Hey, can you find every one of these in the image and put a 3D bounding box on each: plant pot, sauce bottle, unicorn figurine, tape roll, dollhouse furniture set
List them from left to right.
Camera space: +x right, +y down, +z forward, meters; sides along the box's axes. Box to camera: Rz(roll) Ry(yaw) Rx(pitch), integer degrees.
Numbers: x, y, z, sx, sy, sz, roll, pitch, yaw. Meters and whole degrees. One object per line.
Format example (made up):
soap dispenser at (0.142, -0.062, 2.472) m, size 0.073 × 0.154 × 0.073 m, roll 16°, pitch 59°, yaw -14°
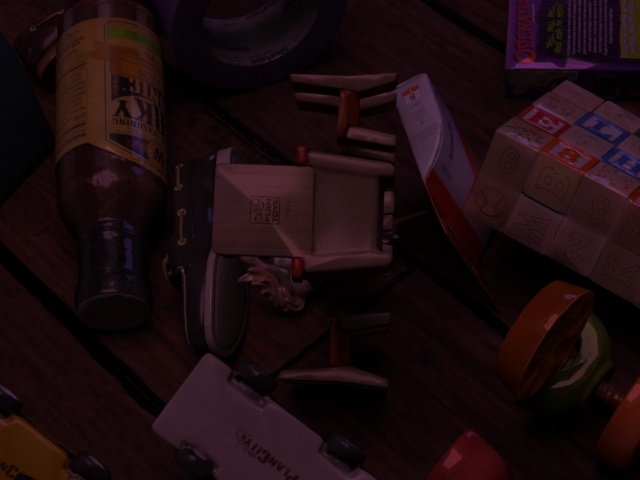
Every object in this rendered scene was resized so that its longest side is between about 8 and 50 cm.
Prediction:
plant pot at (-0.388, -0.147, 1.497) m, size 0.166 × 0.234 × 0.165 m, roll 24°, pitch 57°, yaw 23°
sauce bottle at (-0.200, -0.076, 1.497) m, size 0.111 × 0.111 × 0.344 m, roll -7°, pitch 59°, yaw 1°
tape roll at (-0.073, -0.249, 1.574) m, size 0.189 × 0.189 × 0.080 m, roll -19°, pitch 52°, yaw -9°
dollhouse furniture set at (-0.007, -0.011, 1.281) m, size 0.135 × 0.259 × 0.262 m, roll 2°, pitch 83°, yaw 2°
unicorn figurine at (0.000, 0.000, 1.443) m, size 0.111 × 0.060 × 0.162 m, roll 40°, pitch 82°, yaw -10°

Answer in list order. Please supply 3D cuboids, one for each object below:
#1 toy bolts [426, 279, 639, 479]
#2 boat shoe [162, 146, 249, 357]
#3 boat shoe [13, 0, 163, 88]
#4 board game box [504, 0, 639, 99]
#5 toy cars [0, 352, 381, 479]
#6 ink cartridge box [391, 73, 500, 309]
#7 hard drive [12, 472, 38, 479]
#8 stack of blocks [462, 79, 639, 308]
toy bolts at (0.203, 0.166, 1.215) m, size 0.158 × 0.218 × 0.228 m, roll 35°, pitch 80°, yaw 22°
boat shoe at (-0.108, 0.015, 1.439) m, size 0.069 × 0.081 × 0.227 m, roll -10°, pitch 50°, yaw 15°
boat shoe at (-0.229, -0.241, 1.660) m, size 0.207 × 0.073 × 0.073 m, roll -31°, pitch 56°, yaw -18°
board game box at (0.305, -0.287, 1.658) m, size 0.208 × 0.056 × 0.347 m, roll 5°, pitch 51°, yaw 5°
toy cars at (-0.144, 0.185, 1.291) m, size 0.394 × 0.087 × 0.176 m, roll -3°, pitch 86°, yaw 1°
ink cartridge box at (0.128, -0.045, 1.412) m, size 0.045 × 0.145 × 0.179 m, roll -28°, pitch 50°, yaw 9°
hard drive at (-0.189, 0.232, 1.198) m, size 0.135 × 0.022 × 0.094 m, roll 22°, pitch 23°, yaw 3°
stack of blocks at (0.298, -0.017, 1.364) m, size 0.297 × 0.087 × 0.171 m, roll 31°, pitch 32°, yaw 17°
